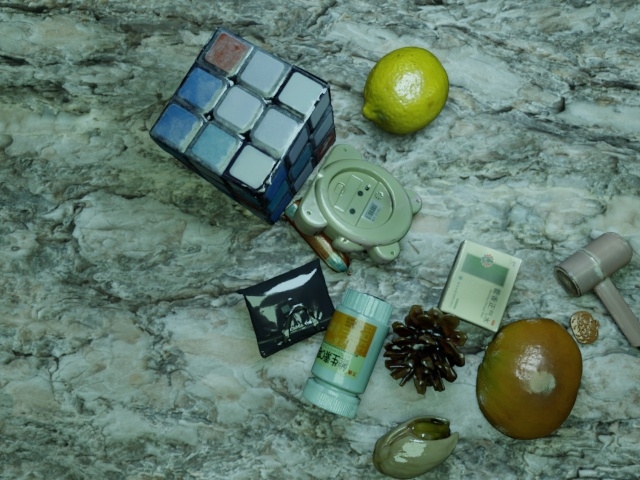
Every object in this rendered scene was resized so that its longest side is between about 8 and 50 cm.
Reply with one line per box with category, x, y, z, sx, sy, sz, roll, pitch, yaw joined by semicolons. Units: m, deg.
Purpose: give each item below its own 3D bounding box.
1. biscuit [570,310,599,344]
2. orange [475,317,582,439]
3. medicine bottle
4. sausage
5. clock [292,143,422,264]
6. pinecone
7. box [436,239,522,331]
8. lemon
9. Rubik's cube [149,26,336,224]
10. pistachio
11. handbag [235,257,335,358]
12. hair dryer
biscuit;0.734;0.239;1.609;0.078;0.015;0.091;-21;81;1
orange;0.562;0.376;1.565;0.274;0.274;0.310;28;115;8
medicine bottle;0.079;0.297;1.571;0.158;0.158;0.318;22;84;7
sausage;0.000;0.000;1.668;0.083;0.083;0.264;-40;82;-3
clock;0.110;-0.095;1.627;0.309;0.114;0.284;30;65;-3
pinecone;0.274;0.298;1.541;0.202;0.201;0.229;4;110;44
box;0.437;0.126;1.609;0.168;0.095;0.212;21;84;4
lemon;0.235;-0.414;1.640;0.228;0.228;0.253;41;91;9
Rubik's cube;-0.193;-0.293;1.591;0.363;0.359;0.362;30;86;10
pistachio;0.251;0.549;1.539;0.238;0.153;0.138;-27;40;-3
handbag;-0.081;0.190;1.628;0.254;0.088;0.211;-21;89;-13
hair dryer;0.813;0.162;1.589;0.189;0.107;0.344;-34;90;-4
